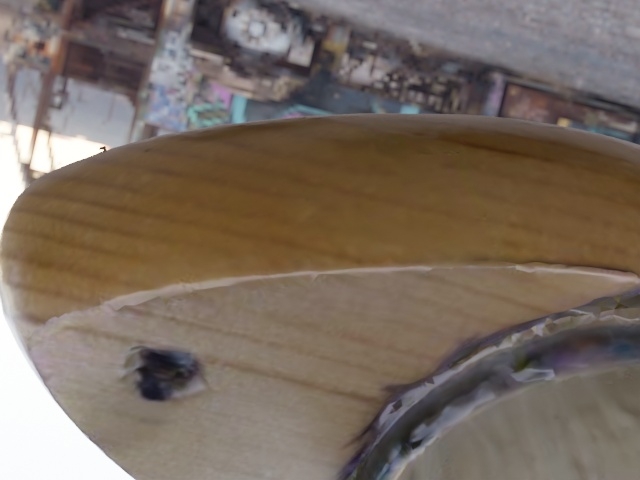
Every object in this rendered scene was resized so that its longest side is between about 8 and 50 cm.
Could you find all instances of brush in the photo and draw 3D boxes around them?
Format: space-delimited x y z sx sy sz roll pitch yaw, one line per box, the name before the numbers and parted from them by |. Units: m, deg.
brush | 0.037 0.070 0.358 0.266 0.174 0.166 17 -143 -20
